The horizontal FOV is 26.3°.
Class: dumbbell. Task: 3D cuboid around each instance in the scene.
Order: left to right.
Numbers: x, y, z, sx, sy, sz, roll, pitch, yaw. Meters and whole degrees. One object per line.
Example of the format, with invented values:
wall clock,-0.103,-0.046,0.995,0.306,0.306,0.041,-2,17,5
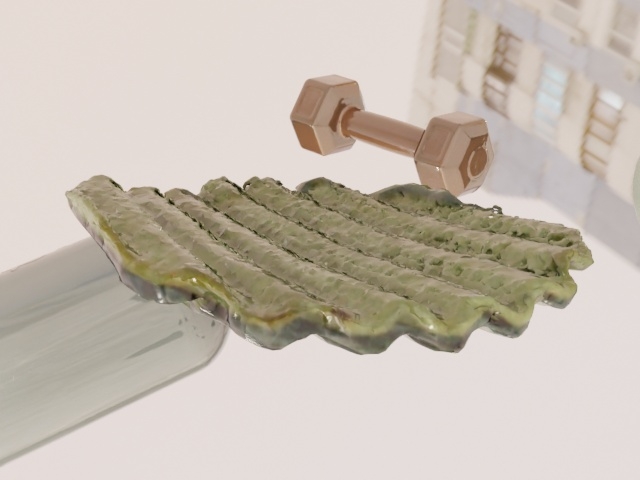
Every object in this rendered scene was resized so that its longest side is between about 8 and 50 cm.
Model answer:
dumbbell,0.073,-0.112,1.445,0.082,0.231,0.092,25,-92,-54

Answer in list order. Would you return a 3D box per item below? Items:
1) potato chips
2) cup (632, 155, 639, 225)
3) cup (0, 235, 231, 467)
potato chips,0.000,0.000,1.127,0.358,0.429,0.070,-9,-70,-33
cup,0.545,-0.014,1.383,0.401,0.310,0.392,40,-106,-35
cup,-0.273,0.105,1.585,0.312,0.205,0.205,-25,-45,-7
